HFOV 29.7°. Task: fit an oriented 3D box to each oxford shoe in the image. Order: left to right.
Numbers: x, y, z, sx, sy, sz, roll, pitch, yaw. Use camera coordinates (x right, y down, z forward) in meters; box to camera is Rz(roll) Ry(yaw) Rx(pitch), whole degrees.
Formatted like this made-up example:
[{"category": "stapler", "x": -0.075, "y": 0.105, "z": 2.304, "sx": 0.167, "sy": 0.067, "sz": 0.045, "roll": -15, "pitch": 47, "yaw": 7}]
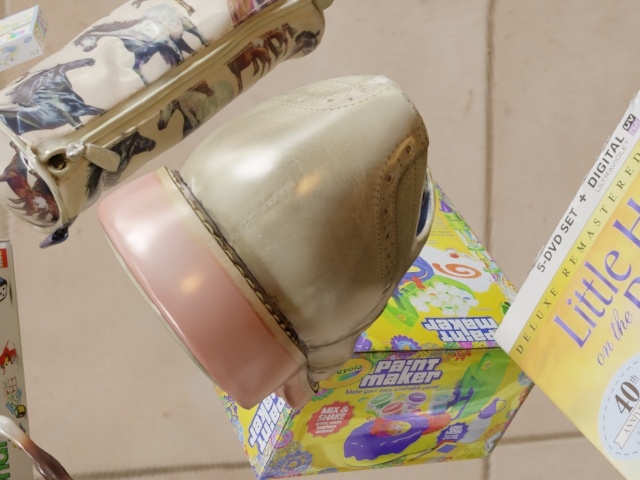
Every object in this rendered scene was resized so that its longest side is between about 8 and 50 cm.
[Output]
[{"category": "oxford shoe", "x": 0.000, "y": 0.000, "z": 0.649, "sx": 0.146, "sy": 0.397, "sz": 0.140, "roll": -37, "pitch": 91, "yaw": 0}]

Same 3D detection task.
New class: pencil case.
[{"category": "pencil case", "x": -0.173, "y": -0.168, "z": 1.246, "sx": 0.410, "sy": 0.183, "sz": 0.160, "roll": -41, "pitch": 129, "yaw": -28}]

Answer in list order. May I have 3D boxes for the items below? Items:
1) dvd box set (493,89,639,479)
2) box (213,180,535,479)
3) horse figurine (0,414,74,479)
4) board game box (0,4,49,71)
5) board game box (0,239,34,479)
[{"category": "dvd box set", "x": 0.328, "y": 0.086, "z": 0.811, "sx": 0.062, "sy": 0.420, "sz": 0.308, "roll": -2, "pitch": 129, "yaw": -42}, {"category": "box", "x": 0.037, "y": 0.080, "z": 1.274, "sx": 0.290, "sy": 0.279, "sz": 0.177, "roll": 2, "pitch": 129, "yaw": -31}, {"category": "horse figurine", "x": -0.136, "y": 0.200, "z": 0.587, "sx": 0.174, "sy": 0.066, "sz": 0.263, "roll": 31, "pitch": 117, "yaw": 10}, {"category": "board game box", "x": -0.364, "y": -0.194, "z": 1.269, "sx": 0.154, "sy": 0.103, "sz": 0.026, "roll": -21, "pitch": 118, "yaw": 3}, {"category": "board game box", "x": -0.344, "y": 0.160, "z": 1.123, "sx": 0.053, "sy": 0.193, "sz": 0.305, "roll": -4, "pitch": 86, "yaw": -47}]
